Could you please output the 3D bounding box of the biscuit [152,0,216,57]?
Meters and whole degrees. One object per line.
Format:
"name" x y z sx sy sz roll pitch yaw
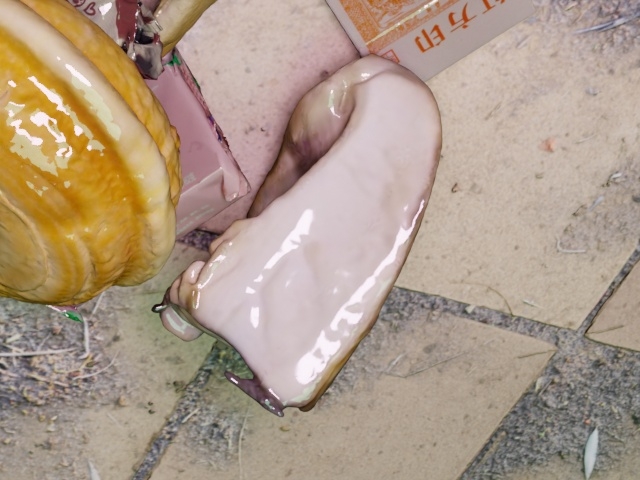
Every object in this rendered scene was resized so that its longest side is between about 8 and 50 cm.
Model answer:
"biscuit" -0.114 -0.274 1.647 0.045 0.154 0.299 43 148 -6

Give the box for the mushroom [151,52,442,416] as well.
"mushroom" 0.016 -0.010 1.862 0.397 0.224 0.313 -57 170 1

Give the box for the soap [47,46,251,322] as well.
"soap" -0.222 -0.063 1.772 0.273 0.217 0.098 -33 151 11

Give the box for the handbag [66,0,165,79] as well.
"handbag" -0.272 -0.264 1.598 0.235 0.127 0.213 10 135 19

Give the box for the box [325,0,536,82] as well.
"box" 0.079 -0.334 1.755 0.205 0.051 0.365 -32 131 5

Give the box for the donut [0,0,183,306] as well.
"donut" -0.332 -0.109 1.555 0.198 0.449 0.449 -54 140 -30
